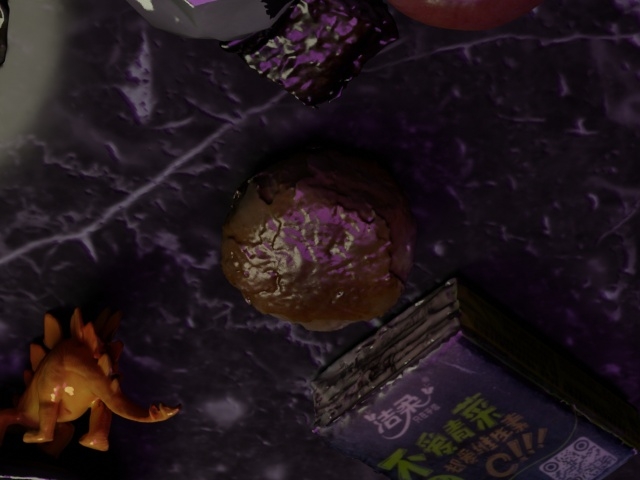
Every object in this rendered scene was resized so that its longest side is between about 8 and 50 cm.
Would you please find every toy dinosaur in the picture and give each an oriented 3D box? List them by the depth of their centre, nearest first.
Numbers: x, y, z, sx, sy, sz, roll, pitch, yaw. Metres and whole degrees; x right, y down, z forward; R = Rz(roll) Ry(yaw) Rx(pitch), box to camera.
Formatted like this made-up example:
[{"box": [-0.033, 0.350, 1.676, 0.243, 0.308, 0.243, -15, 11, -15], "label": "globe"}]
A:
[{"box": [-0.190, 0.106, 1.250, 0.070, 0.117, 0.288, 20, 156, -33], "label": "toy dinosaur"}]

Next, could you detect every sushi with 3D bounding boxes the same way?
[{"box": [-0.009, -0.147, 1.057, 0.098, 0.094, 0.084, 32, 121, -28], "label": "sushi"}]

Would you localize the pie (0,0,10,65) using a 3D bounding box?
[{"box": [-0.384, -0.127, 1.061, 0.371, 0.078, 0.296, -7, 133, 1], "label": "pie"}]

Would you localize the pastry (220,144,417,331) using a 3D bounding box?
[{"box": [-0.001, 0.002, 1.197, 0.153, 0.081, 0.153, -1, 136, -1], "label": "pastry"}]

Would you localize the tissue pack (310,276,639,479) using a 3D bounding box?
[{"box": [0.131, 0.148, 1.342, 0.235, 0.073, 0.173, 34, 121, -29], "label": "tissue pack"}]

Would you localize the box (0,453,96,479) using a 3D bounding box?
[{"box": [-0.269, 0.206, 1.328, 0.212, 0.042, 0.201, 3, 159, 6], "label": "box"}]

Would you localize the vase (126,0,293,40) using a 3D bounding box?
[{"box": [-0.154, -0.261, 0.913, 0.360, 0.165, 0.165, 34, 122, -25], "label": "vase"}]

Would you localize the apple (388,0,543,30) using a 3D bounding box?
[{"box": [0.089, -0.202, 0.997, 0.153, 0.120, 0.153, -1, 132, -2], "label": "apple"}]
